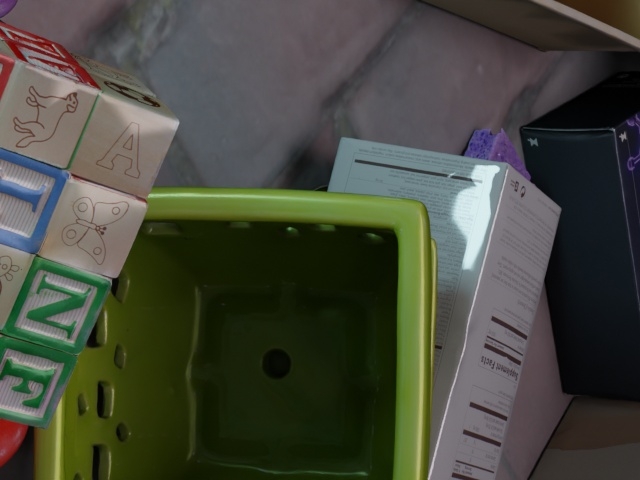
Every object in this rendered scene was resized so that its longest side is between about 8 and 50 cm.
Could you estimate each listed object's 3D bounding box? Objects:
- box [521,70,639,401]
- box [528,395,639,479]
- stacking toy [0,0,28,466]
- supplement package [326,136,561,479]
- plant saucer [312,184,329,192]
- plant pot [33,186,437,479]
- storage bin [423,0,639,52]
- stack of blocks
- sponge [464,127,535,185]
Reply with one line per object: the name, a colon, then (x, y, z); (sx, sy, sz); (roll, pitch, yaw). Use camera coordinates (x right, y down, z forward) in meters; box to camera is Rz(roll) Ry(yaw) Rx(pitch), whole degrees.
box: (0.291, -0.007, 1.541); (0.184, 0.103, 0.261); (-29, 114, -43)
box: (0.357, 0.237, 1.468); (0.121, 0.311, 0.148); (-55, 131, -33)
stacking toy: (-0.214, -0.022, 0.911); (0.141, 0.141, 0.330); (-25, 116, -47)
supplement package: (0.068, 0.066, 1.217); (0.134, 0.139, 0.244); (28, 76, -62)
plant saucer: (0.000, 0.000, 1.253); (0.083, 0.015, 0.083); (-5, 96, -50)
plant pot: (-0.036, 0.087, 1.037); (0.207, 0.227, 0.228); (11, 81, -80)
storage bin: (0.181, -0.302, 1.368); (0.262, 0.123, 0.260); (11, 85, -50)
stack of blocks: (-0.211, 0.035, 0.820); (0.171, 0.087, 0.297); (20, 102, -28)
sponge: (0.129, 0.021, 1.388); (0.117, 0.031, 0.210); (56, 47, -38)
